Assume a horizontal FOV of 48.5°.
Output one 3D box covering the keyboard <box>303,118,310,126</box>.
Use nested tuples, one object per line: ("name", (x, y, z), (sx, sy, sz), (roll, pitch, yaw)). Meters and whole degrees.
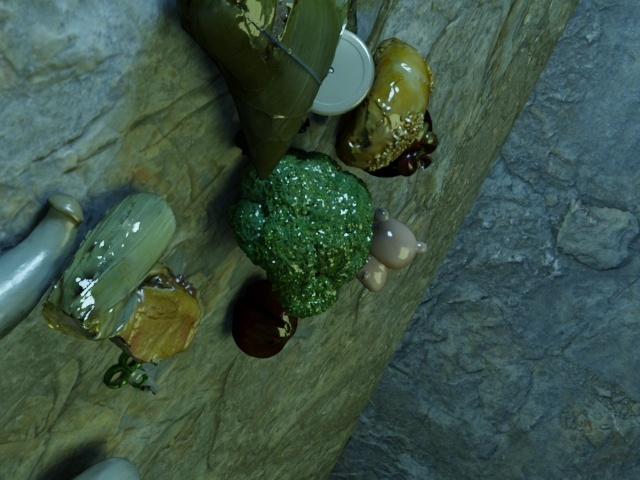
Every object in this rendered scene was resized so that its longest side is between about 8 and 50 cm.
("keyboard", (-0.063, -0.274, 1.511), (0.010, 0.053, 0.155), (-20, 172, 24))

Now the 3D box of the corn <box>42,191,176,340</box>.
("corn", (-0.330, 0.037, 1.141), (0.123, 0.122, 0.305), (-59, -173, 43))

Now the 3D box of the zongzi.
("zongzi", (-0.123, -0.272, 1.192), (0.356, 0.174, 0.393), (-12, 128, -61))

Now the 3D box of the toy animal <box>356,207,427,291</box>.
("toy animal", (0.179, 0.038, 2.265), (0.221, 0.210, 0.229), (-54, -165, -25))

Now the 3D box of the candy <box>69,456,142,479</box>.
("candy", (-0.539, 0.661, 1.528), (0.427, 0.186, 0.386), (-57, 167, -9))

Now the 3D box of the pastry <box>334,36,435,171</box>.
("pastry", (0.148, -0.286, 1.568), (0.255, 0.161, 0.311), (132, -23, -57))

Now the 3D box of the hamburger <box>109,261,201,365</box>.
("hamburger", (-0.328, 0.130, 1.319), (0.245, 0.155, 0.282), (-45, 153, -36))

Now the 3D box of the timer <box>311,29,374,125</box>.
("timer", (0.026, -0.336, 1.531), (0.175, 0.175, 0.266), (-59, 177, 2))

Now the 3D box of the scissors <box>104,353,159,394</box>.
("scissors", (-0.401, 0.301, 1.563), (0.101, 0.027, 0.204), (-49, 155, -15))

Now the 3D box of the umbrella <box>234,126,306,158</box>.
("umbrella", (-0.102, -0.223, 1.485), (0.248, 0.071, 0.071), (-39, 153, -60))

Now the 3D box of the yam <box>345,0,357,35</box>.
("yam", (0.044, -0.498, 1.419), (0.061, 0.061, 0.253), (-51, 159, -18))

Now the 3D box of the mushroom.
("mushroom", (-0.445, 0.047, 1.043), (0.270, 0.103, 0.118), (-58, 171, -34))

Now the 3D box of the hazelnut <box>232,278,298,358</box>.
("hazelnut", (-0.136, 0.206, 1.828), (0.204, 0.178, 0.178), (-58, 159, -2))

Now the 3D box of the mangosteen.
("mangosteen", (0.191, -0.254, 1.792), (0.228, 0.265, 0.228), (-24, 134, -27))

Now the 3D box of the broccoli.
("broccoli", (-0.037, -0.036, 1.555), (0.321, 0.309, 0.414), (80, 11, -68))
